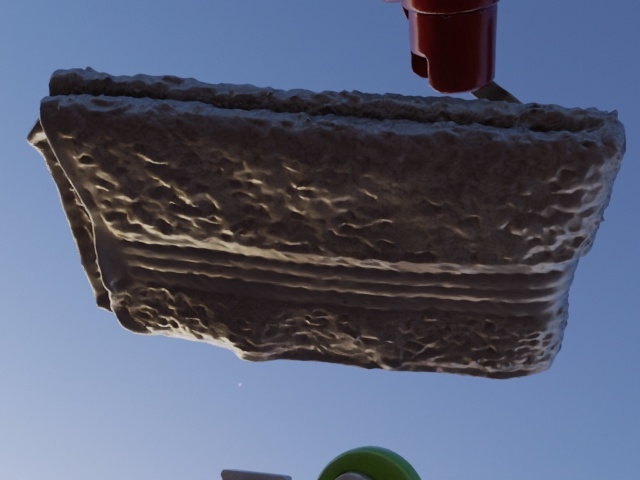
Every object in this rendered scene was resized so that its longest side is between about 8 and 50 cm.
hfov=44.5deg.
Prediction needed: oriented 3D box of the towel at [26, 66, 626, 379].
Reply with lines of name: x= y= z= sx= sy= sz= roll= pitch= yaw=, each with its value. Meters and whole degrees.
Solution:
towel: x=0.000 y=0.000 z=0.417 sx=0.282 sy=0.049 sz=0.187 roll=4 pitch=-41 yaw=6

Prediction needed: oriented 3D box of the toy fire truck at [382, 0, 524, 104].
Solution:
toy fire truck: x=0.096 y=-0.160 z=0.487 sx=0.158 sy=0.217 sz=0.246 roll=-3 pitch=-59 yaw=4

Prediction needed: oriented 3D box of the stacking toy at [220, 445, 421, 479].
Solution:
stacking toy: x=-0.016 y=0.363 z=0.806 sx=0.309 sy=0.130 sz=0.279 roll=-12 pitch=-107 yaw=21
